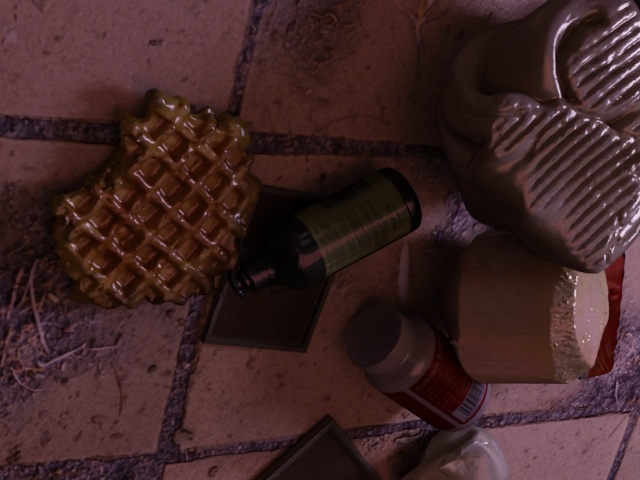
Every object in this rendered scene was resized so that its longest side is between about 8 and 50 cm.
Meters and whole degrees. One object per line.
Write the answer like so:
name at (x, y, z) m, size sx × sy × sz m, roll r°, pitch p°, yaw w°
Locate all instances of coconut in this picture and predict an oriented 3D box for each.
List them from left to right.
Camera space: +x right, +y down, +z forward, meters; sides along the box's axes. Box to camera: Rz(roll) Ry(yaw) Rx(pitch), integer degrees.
coconut at (0.297, 0.102, 1.739) m, size 0.239 × 0.244 × 0.239 m, roll 5°, pitch 85°, yaw -59°

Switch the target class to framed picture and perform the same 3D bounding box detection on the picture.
framed picture at (-0.056, 0.046, 1.644) m, size 0.184 × 0.016 × 0.250 m, roll 8°, pitch 110°, yaw -34°
framed picture at (-0.054, 0.463, 1.869) m, size 0.335 × 0.022 × 0.247 m, roll -41°, pitch 130°, yaw -7°

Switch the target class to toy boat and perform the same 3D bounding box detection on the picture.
toy boat at (0.414, 0.067, 1.879) m, size 0.133 × 0.145 × 0.332 m, roll -3°, pitch 120°, yaw 0°

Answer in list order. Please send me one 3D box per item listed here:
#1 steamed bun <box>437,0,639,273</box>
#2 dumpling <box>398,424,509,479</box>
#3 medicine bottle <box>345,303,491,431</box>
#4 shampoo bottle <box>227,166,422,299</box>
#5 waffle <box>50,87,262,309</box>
steamed bun at (0.324, -0.151, 1.620) m, size 0.342 × 0.255 × 0.368 m, roll -41°, pitch 111°, yaw -11°
dumpling at (0.230, 0.399, 1.967) m, size 0.179 × 0.131 × 0.252 m, roll -32°, pitch 152°, yaw 11°
medicine bottle at (0.154, 0.198, 1.785) m, size 0.131 × 0.131 × 0.250 m, roll -51°, pitch 129°, yaw 2°
shampoo bottle at (0.000, 0.000, 1.577) m, size 0.283 × 0.101 × 0.101 m, roll -28°, pitch 127°, yaw -16°
waffle at (-0.211, -0.042, 1.473) m, size 0.281 × 0.058 × 0.301 m, roll 13°, pitch 106°, yaw -38°
